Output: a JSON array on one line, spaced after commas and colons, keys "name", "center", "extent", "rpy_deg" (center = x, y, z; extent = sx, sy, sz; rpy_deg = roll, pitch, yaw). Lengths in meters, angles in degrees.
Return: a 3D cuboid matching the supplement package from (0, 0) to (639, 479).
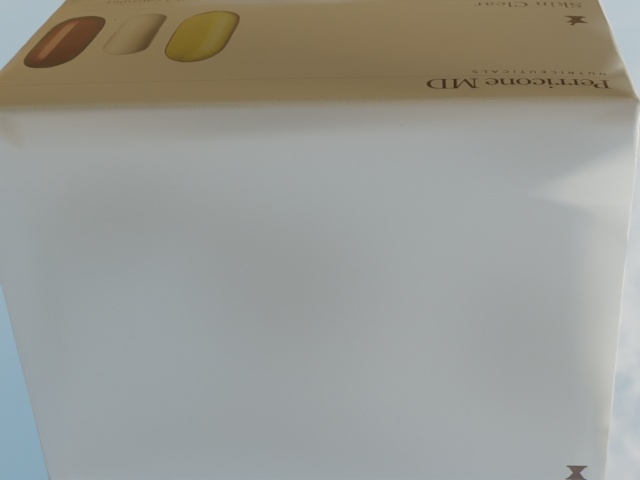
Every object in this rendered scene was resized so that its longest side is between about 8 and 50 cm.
[{"name": "supplement package", "center": [0.000, 0.000, 0.508], "extent": [0.262, 0.204, 0.145], "rpy_deg": [0, -149, 6]}]
